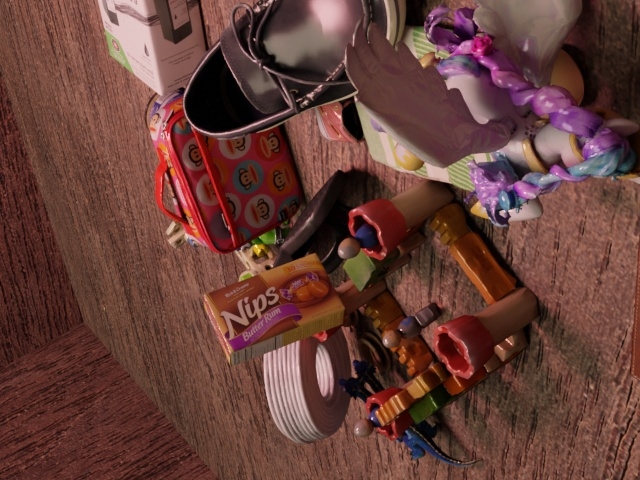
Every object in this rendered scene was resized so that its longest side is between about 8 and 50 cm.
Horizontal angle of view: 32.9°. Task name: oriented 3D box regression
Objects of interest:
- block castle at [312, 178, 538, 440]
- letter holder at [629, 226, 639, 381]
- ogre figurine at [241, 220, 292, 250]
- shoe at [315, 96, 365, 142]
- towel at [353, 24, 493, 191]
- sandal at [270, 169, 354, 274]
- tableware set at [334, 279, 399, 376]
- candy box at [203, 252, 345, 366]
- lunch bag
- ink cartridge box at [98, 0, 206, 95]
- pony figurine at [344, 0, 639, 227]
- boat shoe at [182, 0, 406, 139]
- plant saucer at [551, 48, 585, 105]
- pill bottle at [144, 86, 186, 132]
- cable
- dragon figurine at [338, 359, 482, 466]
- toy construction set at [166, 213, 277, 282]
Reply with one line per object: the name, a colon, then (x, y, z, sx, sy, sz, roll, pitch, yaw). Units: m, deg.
block castle: (0.123, 0.132, 1.728, 0.303, 0.212, 0.453, 54, 155, 12)
letter holder: (0.445, 0.043, 1.073, 0.214, 0.152, 0.302, 34, 146, 41)
ogre figurine: (-0.145, -0.060, 2.155, 0.197, 0.118, 0.097, 63, 156, -9)
shoe: (0.020, -0.234, 1.709, 0.081, 0.063, 0.178, 17, 135, 52)
towel: (0.146, -0.193, 1.536, 0.325, 0.038, 0.248, 23, 137, 55)
sandal: (0.001, -0.002, 1.935, 0.107, 0.168, 0.446, 32, 161, 0)
tableware set: (0.067, 0.179, 2.106, 0.194, 0.039, 0.128, 54, 155, 12)
candy box: (-0.070, 0.103, 1.625, 0.053, 0.186, 0.109, 96, 151, -58)
lunch bag: (-0.188, -0.132, 1.983, 0.120, 0.258, 0.293, 21, 136, 56)
ink cartridge box: (-0.332, -0.458, 2.068, 0.211, 0.121, 0.289, 39, 148, 38)
pony figurine: (0.187, -0.159, 1.209, 0.351, 0.303, 0.363, 44, 165, -12)
boat shoe: (-0.051, -0.266, 1.578, 0.500, 0.156, 0.187, -24, 91, 55)
plant saucer: (0.285, -0.195, 1.282, 0.083, 0.015, 0.083, 44, 152, 31)
pill bottle: (-0.252, -0.227, 2.170, 0.219, 0.122, 0.123, 32, 144, 48)
cable: (-0.021, 0.248, 2.016, 0.089, 0.257, 0.257, -9, 140, 20)
dragon figurine: (0.153, 0.330, 1.992, 0.289, 0.085, 0.144, 35, 167, 36)
toy construction set: (-0.178, 0.014, 2.291, 0.327, 0.151, 0.215, 38, 150, 20)
